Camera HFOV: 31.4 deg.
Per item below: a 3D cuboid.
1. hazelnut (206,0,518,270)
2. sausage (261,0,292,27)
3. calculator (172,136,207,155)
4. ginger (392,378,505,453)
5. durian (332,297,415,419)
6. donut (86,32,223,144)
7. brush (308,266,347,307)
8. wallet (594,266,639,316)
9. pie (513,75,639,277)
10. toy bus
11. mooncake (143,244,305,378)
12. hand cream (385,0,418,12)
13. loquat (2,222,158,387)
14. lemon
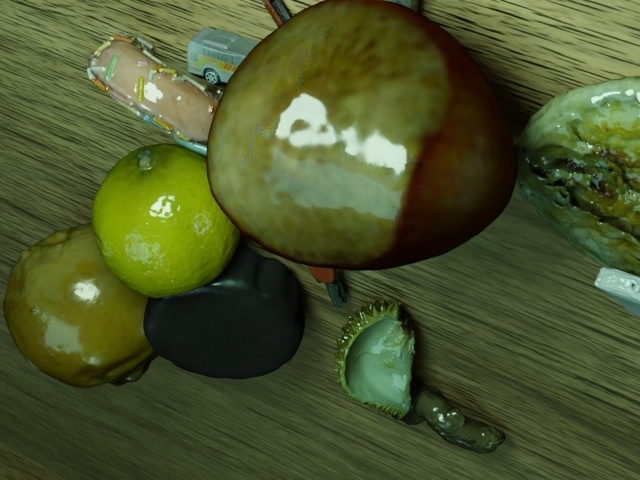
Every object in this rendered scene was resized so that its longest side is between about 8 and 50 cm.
[{"bbox_3d":[0.054,-0.116,1.347,0.365,0.366,0.366,25,146,18],"label":"hazelnut"},{"bbox_3d":[-0.033,-0.266,1.530,0.198,0.025,0.028,58,174,-29],"label":"sausage"},{"bbox_3d":[-0.154,-0.139,1.748,0.153,0.021,0.095,20,-167,-13],"label":"calculator"},{"bbox_3d":[0.183,0.302,1.999,0.290,0.084,0.122,23,134,21],"label":"ginger"},{"bbox_3d":[0.091,0.194,1.916,0.139,0.144,0.252,5,114,2],"label":"durian"},{"bbox_3d":[-0.234,-0.223,1.661,0.232,0.085,0.199,32,-169,3],"label":"donut"},{"bbox_3d":[0.000,0.001,1.817,0.070,0.051,0.323,12,141,29],"label":"brush"},{"bbox_3d":[0.418,0.078,1.460,0.095,0.033,0.190,19,174,32],"label":"wallet"},{"bbox_3d":[0.385,-0.058,1.354,0.339,0.077,0.339,25,147,18],"label":"pie"},{"bbox_3d":[-0.108,-0.248,1.597,0.172,0.057,0.072,20,135,24],"label":"toy bus"},{"bbox_3d":[-0.165,0.118,1.991,0.282,0.141,0.283,2,138,2],"label":"mooncake"},{"bbox_3d":[0.091,-0.291,1.369,0.067,0.043,0.210,23,152,10],"label":"hand cream"},{"bbox_3d":[-0.426,0.121,2.133,0.328,0.328,0.328,25,146,18],"label":"loquat"},{"bbox_3d":[-0.254,-0.046,1.829,0.240,0.240,0.219,12,135,33],"label":"lemon"}]
